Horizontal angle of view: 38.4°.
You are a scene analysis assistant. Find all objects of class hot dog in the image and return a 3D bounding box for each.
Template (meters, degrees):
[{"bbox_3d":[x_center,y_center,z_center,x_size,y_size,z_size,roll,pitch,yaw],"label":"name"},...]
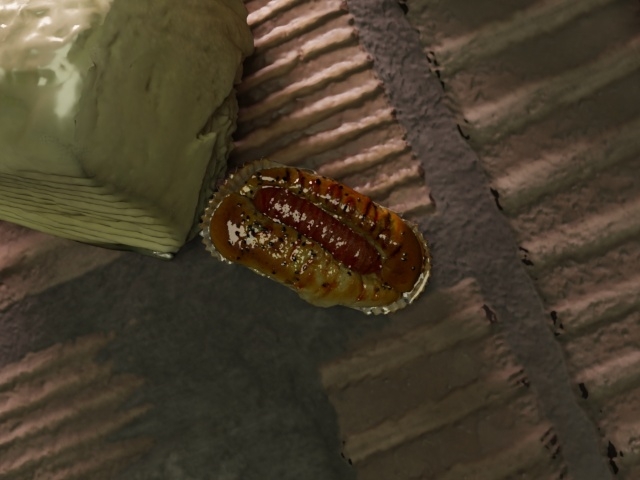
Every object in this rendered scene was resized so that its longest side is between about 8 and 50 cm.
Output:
[{"bbox_3d":[0.000,0.000,0.739,0.192,0.053,0.099,23,95,-8],"label":"hot dog"}]

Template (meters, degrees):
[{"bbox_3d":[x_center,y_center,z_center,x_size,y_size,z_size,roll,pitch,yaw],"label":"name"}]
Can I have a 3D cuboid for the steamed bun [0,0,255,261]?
[{"bbox_3d":[-0.210,-0.154,0.736,0.290,0.273,0.272,7,76,9],"label":"steamed bun"}]
